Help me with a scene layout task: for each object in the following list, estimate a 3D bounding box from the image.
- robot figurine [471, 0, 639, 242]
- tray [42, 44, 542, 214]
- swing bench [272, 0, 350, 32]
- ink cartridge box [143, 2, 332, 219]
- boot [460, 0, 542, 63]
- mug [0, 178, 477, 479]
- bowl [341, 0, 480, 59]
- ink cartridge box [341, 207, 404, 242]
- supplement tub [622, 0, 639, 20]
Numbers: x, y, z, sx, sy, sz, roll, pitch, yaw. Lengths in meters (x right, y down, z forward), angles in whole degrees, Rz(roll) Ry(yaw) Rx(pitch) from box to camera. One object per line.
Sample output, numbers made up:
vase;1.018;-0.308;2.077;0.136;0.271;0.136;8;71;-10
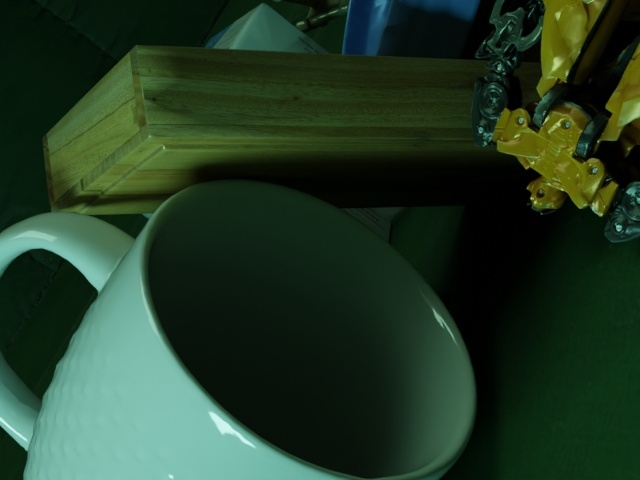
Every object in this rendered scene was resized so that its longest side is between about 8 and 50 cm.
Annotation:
robot figurine;0.225;-0.144;0.904;0.211;0.085;0.291;41;121;32
tray;0.007;-0.080;1.043;0.203;0.411;0.076;-26;71;56
swing bench;0.043;-0.391;1.659;0.253;0.255;0.165;-19;67;27
ink cartridge box;-0.101;-0.127;1.687;0.270;0.197;0.198;-60;19;-18
boot;0.175;-0.226;1.294;0.220;0.109;0.283;-38;26;45
mug;-0.121;0.132;0.995;0.328;0.374;0.276;-52;-1;35
bowl;0.097;-0.296;1.168;0.391;0.077;0.391;-168;90;-84
ink cartridge box;0.000;0.000;1.346;0.181;0.104;0.061;-44;21;31
supplement tub;0.270;-0.365;1.046;0.207;0.207;0.337;173;108;-67
